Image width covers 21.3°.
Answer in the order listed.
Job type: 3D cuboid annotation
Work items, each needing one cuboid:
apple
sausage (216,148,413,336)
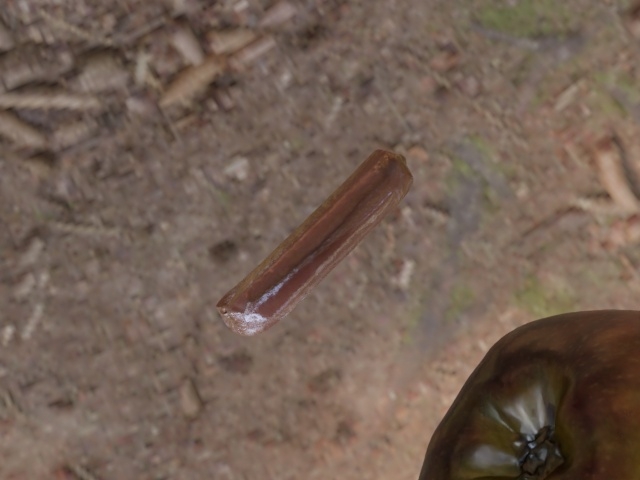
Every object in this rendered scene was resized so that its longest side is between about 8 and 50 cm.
[{"bbox_3d":[0.153,0.141,0.803,0.230,0.230,0.230,-16,138,-15],"label":"apple"},{"bbox_3d":[0.000,0.000,0.988,0.147,0.035,0.030,-44,111,-12],"label":"sausage"}]
